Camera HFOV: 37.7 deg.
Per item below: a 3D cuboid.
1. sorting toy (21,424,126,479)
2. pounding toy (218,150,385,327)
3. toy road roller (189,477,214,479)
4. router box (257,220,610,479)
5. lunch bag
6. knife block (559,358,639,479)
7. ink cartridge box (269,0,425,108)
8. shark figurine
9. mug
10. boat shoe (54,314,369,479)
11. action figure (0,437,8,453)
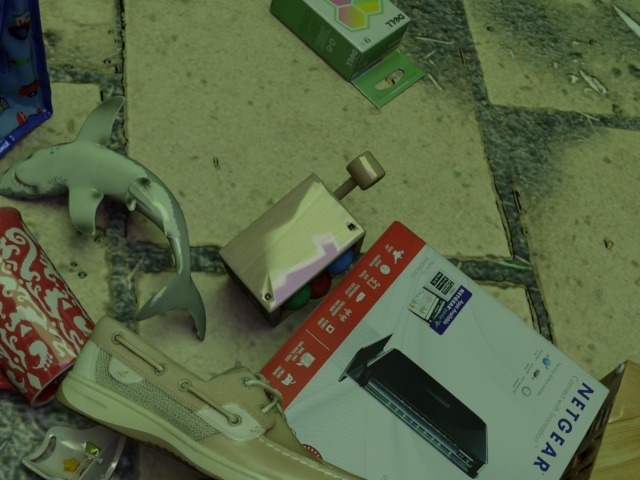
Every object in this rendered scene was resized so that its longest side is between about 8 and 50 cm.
[{"bbox_3d":[-0.234,0.204,0.875,0.075,0.045,0.083,20,35,12],"label":"sorting toy"},{"bbox_3d":[0.004,-0.002,1.013,0.206,0.181,0.094,-40,81,-8],"label":"pounding toy"},{"bbox_3d":[-0.122,0.370,0.743,0.202,0.241,0.329,-1,23,-20],"label":"toy road roller"},{"bbox_3d":[0.095,0.186,0.969,0.301,0.082,0.335,38,55,7],"label":"router box"},{"bbox_3d":[-0.391,-0.238,0.942,0.221,0.293,0.138,32,54,3],"label":"lunch bag"},{"bbox_3d":[0.399,0.255,1.026,0.242,0.088,0.276,31,54,3],"label":"knife block"},{"bbox_3d":[0.045,-0.286,1.261,0.209,0.062,0.109,44,55,10],"label":"ink cartridge box"},{"bbox_3d":[-0.194,-0.034,1.007,0.278,0.116,0.166,38,89,16],"label":"shark figurine"},{"bbox_3d":[-0.301,0.078,0.910,0.169,0.150,0.113,49,21,9],"label":"mug"},{"bbox_3d":[-0.080,0.154,0.812,0.302,0.109,0.098,21,76,14],"label":"boat shoe"},{"bbox_3d":[-0.390,0.148,0.812,0.185,0.099,0.285,-33,79,-28],"label":"action figure"}]
